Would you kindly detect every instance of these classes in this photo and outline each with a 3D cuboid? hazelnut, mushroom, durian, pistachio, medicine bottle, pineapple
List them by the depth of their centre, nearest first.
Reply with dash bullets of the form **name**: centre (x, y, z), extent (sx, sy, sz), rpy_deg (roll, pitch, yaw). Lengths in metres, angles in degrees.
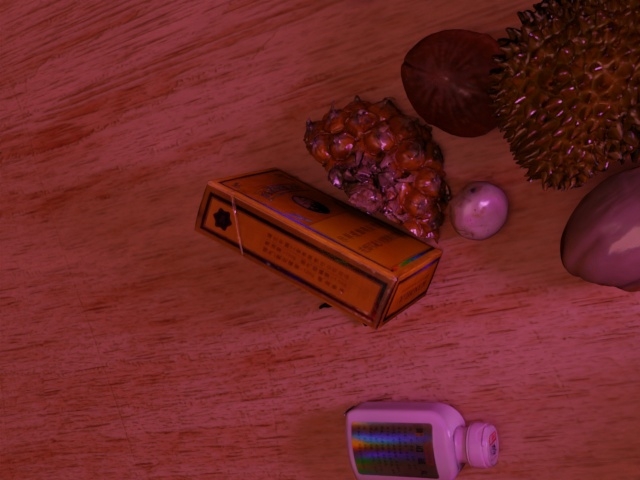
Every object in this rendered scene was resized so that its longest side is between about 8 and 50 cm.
- **durian**: centre (0.324, -0.185, 0.977), extent (0.293, 0.258, 0.258), rpy_deg (-39, 82, 30)
- **pistachio**: centre (0.393, -0.021, 1.037), extent (0.215, 0.144, 0.144), rpy_deg (-37, 83, 14)
- **hazelnut**: centre (0.175, -0.200, 1.104), extent (0.150, 0.150, 0.150), rpy_deg (6, 103, 26)
- **mushroom**: centre (0.215, -0.041, 1.160), extent (0.084, 0.067, 0.083), rpy_deg (-3, 111, -8)
- **pineapple**: centre (0.079, -0.116, 1.164), extent (0.250, 0.164, 0.140), rpy_deg (42, 108, 17)
- **medicine bottle**: centre (0.148, 0.298, 1.254), extent (0.219, 0.078, 0.115), rpy_deg (-5, 96, 27)

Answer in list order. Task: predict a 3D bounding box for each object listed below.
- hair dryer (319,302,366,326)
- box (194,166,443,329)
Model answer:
- **hair dryer**: centre (0.035, 0.102, 1.306), extent (0.083, 0.031, 0.079), rpy_deg (-23, 98, 42)
- **box**: centre (0.000, 0.000, 1.203), extent (0.301, 0.193, 0.084), rpy_deg (27, 110, 19)
